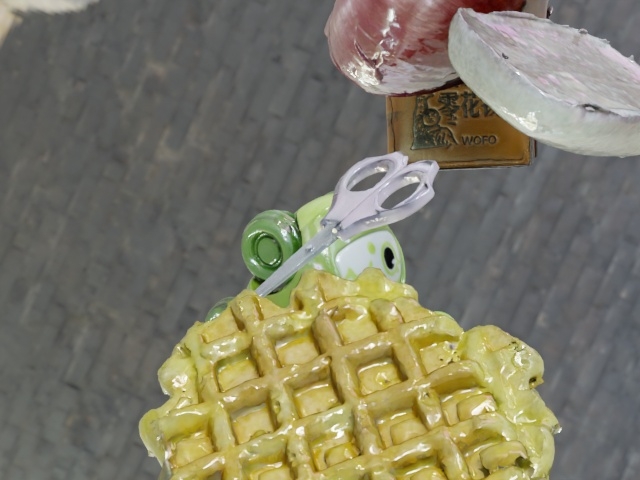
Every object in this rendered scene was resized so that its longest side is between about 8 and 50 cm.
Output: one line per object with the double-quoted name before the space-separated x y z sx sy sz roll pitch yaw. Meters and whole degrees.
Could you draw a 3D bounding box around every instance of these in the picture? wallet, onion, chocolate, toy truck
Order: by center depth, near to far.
"toy truck" 0.011 0.074 1.213 0.187 0.210 0.148 -47 -15 33
"chocolate" 0.259 -0.153 1.443 0.303 0.185 0.100 3 -50 -48
"onion" 0.172 -0.289 1.606 0.347 0.285 0.347 -46 -1 -1
"wallet" 0.181 -0.172 1.781 0.042 0.195 0.161 -28 -64 -78

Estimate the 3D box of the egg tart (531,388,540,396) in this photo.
"egg tart" 0.206 0.200 1.480 0.105 0.105 0.039 -65 14 -17

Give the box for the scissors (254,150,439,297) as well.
"scissors" 0.000 0.000 0.957 0.189 0.015 0.100 -39 28 -14

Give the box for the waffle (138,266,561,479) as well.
"waffle" 0.007 0.129 0.813 0.280 0.262 0.060 -55 -33 -33
